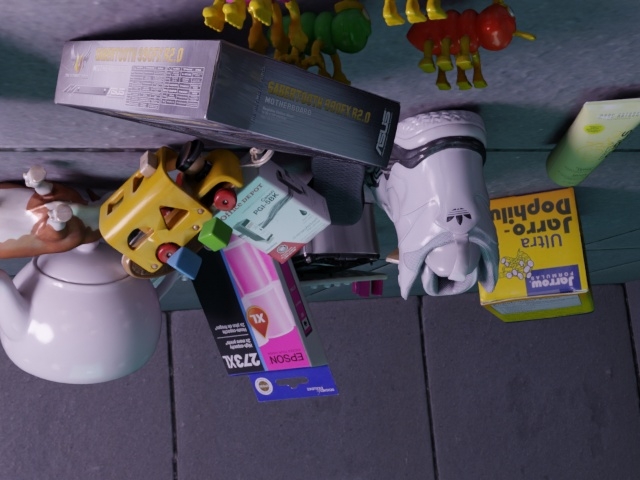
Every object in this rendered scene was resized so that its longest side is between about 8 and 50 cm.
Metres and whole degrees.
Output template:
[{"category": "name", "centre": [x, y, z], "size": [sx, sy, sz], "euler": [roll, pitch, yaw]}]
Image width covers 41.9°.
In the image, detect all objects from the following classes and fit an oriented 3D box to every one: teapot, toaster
[{"category": "teapot", "centre": [-0.347, 0.079, 1.244], "size": [0.252, 0.187, 0.256], "euler": [9, -159, -6]}, {"category": "toaster", "centre": [0.000, 0.000, 1.479], "size": [0.168, 0.110, 0.185], "euler": [0, 169, -32]}]

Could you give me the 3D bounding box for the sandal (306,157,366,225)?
[{"category": "sandal", "centre": [0.023, -0.081, 1.165], "size": [0.097, 0.055, 0.254], "euler": [12, 159, -5]}]

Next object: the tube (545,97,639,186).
[{"category": "tube", "centre": [0.347, -0.131, 1.066], "size": [0.070, 0.062, 0.240], "euler": [-45, 170, -11]}]

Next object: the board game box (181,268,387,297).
[{"category": "board game box", "centre": [-0.126, 0.080, 1.696], "size": [0.389, 0.050, 0.390], "euler": [5, -177, 36]}]

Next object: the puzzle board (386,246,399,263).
[{"category": "puzzle board", "centre": [0.170, 0.021, 1.171], "size": [0.128, 0.011, 0.096], "euler": [13, -151, 29]}]

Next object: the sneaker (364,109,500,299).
[{"category": "sneaker", "centre": [0.140, -0.024, 1.110], "size": [0.137, 0.210, 0.366], "euler": [-4, 171, -4]}]

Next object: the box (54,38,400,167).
[{"category": "box", "centre": [-0.080, -0.113, 0.681], "size": [0.183, 0.056, 0.231], "euler": [10, -177, -43]}]

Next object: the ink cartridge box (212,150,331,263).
[{"category": "ink cartridge box", "centre": [-0.069, -0.042, 1.106], "size": [0.099, 0.056, 0.135], "euler": [-40, 128, 23]}]

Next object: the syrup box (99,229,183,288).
[{"category": "syrup box", "centre": [-0.359, 0.039, 1.474], "size": [0.096, 0.093, 0.237], "euler": [-40, 156, 21]}]

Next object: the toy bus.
[{"category": "toy bus", "centre": [-0.177, -0.062, 1.011], "size": [0.104, 0.202, 0.191], "euler": [39, 153, -31]}]

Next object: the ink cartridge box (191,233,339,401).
[{"category": "ink cartridge box", "centre": [-0.109, 0.121, 1.418], "size": [0.175, 0.371, 0.069], "euler": [-11, -162, 30]}]

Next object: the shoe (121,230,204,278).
[{"category": "shoe", "centre": [-0.218, -0.008, 1.261], "size": [0.058, 0.077, 0.219], "euler": [17, -144, 36]}]

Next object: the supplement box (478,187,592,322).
[{"category": "supplement box", "centre": [0.426, 0.042, 1.655], "size": [0.194, 0.195, 0.356], "euler": [-9, 167, 17]}]

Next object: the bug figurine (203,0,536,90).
[{"category": "bug figurine", "centre": [0.040, -0.171, 0.605], "size": [0.216, 0.072, 0.279], "euler": [-2, 177, 18]}]

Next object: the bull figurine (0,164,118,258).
[{"category": "bull figurine", "centre": [-0.389, -0.034, 1.099], "size": [0.310, 0.101, 0.188], "euler": [-8, 166, -8]}]
